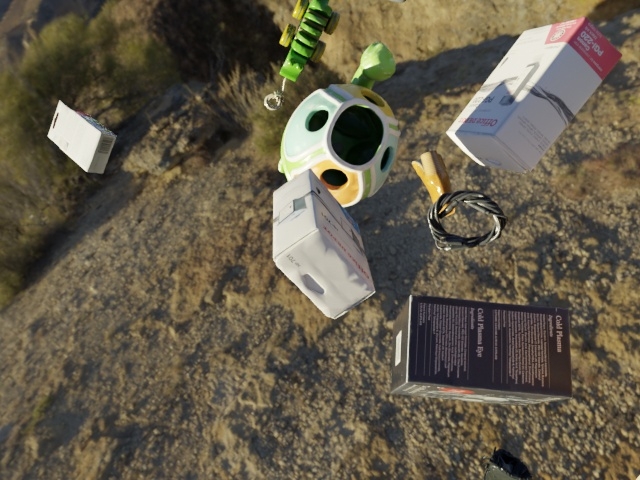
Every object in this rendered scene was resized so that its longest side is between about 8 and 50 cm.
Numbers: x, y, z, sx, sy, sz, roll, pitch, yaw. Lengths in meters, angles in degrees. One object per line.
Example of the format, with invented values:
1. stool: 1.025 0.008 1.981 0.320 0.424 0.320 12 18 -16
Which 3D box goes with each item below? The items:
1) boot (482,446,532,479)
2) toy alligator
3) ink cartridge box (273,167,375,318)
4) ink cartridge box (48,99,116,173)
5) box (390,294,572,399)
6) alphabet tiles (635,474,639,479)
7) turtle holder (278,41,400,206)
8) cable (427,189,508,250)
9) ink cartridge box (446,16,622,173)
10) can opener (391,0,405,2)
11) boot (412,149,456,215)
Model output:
1. boot: 0.311 0.383 0.873 0.121 0.099 0.045 29 54 29
2. toy alligator: -0.025 -0.247 0.721 0.189 0.056 0.051 -60 16 23
3. ink cartridge box: 0.000 0.000 0.827 0.082 0.139 0.190 -35 28 14
4. ink cartridge box: -0.348 -0.152 0.809 0.115 0.029 0.063 36 108 28
5. box: 0.325 0.251 1.214 0.313 0.343 0.179 4 72 3
6. alphabet tiles: 0.594 0.409 0.860 0.284 0.021 0.278 -59 -2 15
7. turtle holder: 0.070 -0.217 1.146 0.320 0.243 0.227 -40 7 -10
8. cable: 0.356 -0.051 1.342 0.185 0.150 0.047 -7 19 19
9. ink cartridge box: 0.320 -0.221 0.863 0.218 0.092 0.158 -54 18 3
10. can opener: 0.072 -0.576 1.113 0.076 0.283 0.095 -25 -31 -52
11. boot: 0.382 -0.179 1.850 0.104 0.211 0.295 -16 0 9
